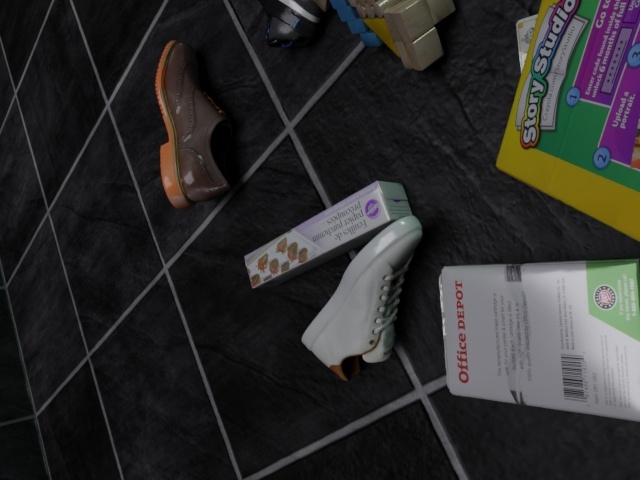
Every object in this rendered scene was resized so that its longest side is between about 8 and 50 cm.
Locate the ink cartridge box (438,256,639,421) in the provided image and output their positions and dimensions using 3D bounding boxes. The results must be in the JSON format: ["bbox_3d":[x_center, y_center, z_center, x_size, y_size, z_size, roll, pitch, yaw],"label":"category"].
[{"bbox_3d":[0.258,0.102,0.614,0.219,0.092,0.161,-4,88,43],"label":"ink cartridge box"}]

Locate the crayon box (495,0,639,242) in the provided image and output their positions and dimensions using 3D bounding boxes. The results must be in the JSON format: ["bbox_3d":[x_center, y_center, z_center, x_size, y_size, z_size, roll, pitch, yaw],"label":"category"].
[{"bbox_3d":[0.312,-0.183,0.429,0.313,0.106,0.363,-122,38,-61],"label":"crayon box"}]

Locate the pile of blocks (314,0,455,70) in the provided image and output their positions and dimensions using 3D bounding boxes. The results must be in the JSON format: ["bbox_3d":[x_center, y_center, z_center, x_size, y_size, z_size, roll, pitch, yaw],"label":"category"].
[{"bbox_3d":[0.062,-0.395,0.774,0.362,0.112,0.149,51,167,6],"label":"pile of blocks"}]

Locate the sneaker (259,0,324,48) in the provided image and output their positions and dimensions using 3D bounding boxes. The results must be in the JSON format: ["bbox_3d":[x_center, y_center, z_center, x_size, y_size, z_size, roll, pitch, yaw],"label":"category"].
[{"bbox_3d":[-0.086,-0.402,0.924,0.216,0.079,0.121,35,113,35],"label":"sneaker"}]

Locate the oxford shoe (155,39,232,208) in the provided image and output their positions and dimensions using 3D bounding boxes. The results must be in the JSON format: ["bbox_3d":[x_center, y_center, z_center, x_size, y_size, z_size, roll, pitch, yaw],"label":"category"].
[{"bbox_3d":[-0.241,-0.243,1.074,0.132,0.130,0.364,-11,75,10],"label":"oxford shoe"}]

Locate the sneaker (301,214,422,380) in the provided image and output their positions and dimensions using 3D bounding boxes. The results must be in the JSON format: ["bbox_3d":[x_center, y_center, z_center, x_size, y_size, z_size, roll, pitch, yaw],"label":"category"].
[{"bbox_3d":[0.085,0.094,0.782,0.123,0.105,0.290,46,128,21],"label":"sneaker"}]

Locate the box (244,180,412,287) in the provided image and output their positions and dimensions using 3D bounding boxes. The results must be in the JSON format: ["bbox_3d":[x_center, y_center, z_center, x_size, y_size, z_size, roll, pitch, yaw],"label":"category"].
[{"bbox_3d":[0.000,0.000,0.870,0.324,0.067,0.063,-28,73,41],"label":"box"}]

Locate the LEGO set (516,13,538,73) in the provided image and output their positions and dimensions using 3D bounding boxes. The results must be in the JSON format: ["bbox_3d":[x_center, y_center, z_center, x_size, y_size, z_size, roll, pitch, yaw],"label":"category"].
[{"bbox_3d":[0.307,-0.317,0.601,0.182,0.060,0.245,-5,97,39],"label":"LEGO set"}]
